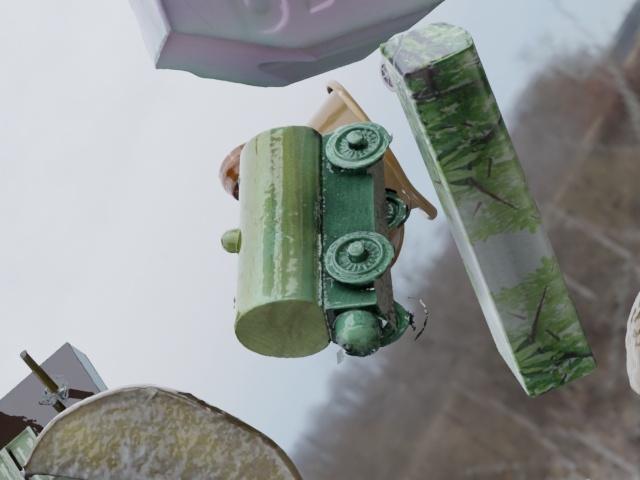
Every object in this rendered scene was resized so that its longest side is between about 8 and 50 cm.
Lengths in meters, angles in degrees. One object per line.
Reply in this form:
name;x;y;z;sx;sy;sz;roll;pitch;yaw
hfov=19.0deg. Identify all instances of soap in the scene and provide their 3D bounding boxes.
soap;-0.012;-0.251;1.730;0.323;0.193;0.109;-19;-4;-19

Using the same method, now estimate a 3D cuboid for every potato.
potato;-0.114;0.171;1.646;0.120;0.261;0.100;-50;-30;-81

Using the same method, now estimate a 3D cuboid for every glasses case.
glasses case;0.125;-0.024;1.410;0.062;0.272;0.095;-23;22;-1

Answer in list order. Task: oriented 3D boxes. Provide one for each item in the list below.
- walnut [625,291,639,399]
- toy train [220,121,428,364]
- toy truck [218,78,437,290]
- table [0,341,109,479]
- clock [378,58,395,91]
walnut;0.473;0.106;1.969;0.333;0.333;0.333;-57;-7;-10
toy train;0.000;0.006;1.932;0.307;0.189;0.126;-91;-19;-44
toy truck;0.010;-0.051;2.445;0.211;0.204;0.288;-35;-32;-1
table;-0.328;0.216;1.955;0.240;0.121;0.111;-41;-33;3
clock;0.107;-0.173;2.071;0.041;0.129;0.087;-26;-46;-22
